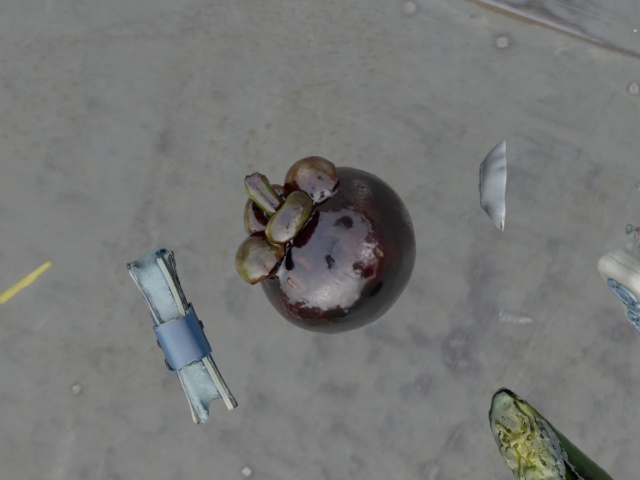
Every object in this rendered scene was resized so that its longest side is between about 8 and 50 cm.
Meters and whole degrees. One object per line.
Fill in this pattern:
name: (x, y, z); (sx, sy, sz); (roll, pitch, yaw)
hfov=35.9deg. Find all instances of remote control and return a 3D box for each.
remote control: (0.310, 0.059, 0.945); (0.032, 0.074, 0.122); (-45, 126, -4)

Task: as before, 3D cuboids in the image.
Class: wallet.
wallet: (-0.163, 0.107, 1.143); (0.059, 0.141, 0.202); (-23, 95, -12)

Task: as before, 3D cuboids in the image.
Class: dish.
dish: (0.248, -0.078, 1.429); (0.039, 0.091, 0.137); (2, 62, 7)

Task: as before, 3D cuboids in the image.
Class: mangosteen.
mangosteen: (0.000, 0.000, 1.738); (0.347, 0.307, 0.307); (32, 114, -31)

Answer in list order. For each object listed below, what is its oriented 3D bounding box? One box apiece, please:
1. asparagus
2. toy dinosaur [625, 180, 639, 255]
asparagus: (0.416, 0.404, 1.625); (0.382, 0.128, 0.108); (42, 150, -5)
toy dinosaur: (0.481, -0.027, 1.341); (0.053, 0.167, 0.242); (7, 145, -15)
